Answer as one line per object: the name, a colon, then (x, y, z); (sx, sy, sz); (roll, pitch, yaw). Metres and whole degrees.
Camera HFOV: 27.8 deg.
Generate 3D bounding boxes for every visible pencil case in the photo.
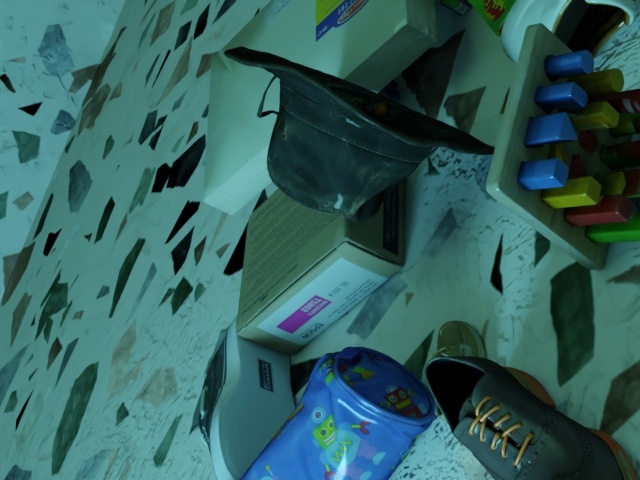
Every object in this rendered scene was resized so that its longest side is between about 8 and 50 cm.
pencil case: (-0.016, 0.243, 1.302); (0.306, 0.133, 0.119); (-55, -7, 19)

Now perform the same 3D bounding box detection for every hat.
hat: (0.022, -0.098, 1.367); (0.134, 0.331, 0.331); (-67, 23, 9)

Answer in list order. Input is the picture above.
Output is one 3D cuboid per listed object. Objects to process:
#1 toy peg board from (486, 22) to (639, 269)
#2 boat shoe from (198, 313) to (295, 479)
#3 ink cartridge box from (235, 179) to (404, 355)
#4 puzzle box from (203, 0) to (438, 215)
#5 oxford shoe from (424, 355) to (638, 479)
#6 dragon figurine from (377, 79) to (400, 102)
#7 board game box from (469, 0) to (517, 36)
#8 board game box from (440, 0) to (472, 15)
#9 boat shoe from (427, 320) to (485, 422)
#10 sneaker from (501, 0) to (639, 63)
toy peg board: (0.234, -0.081, 1.093); (0.079, 0.160, 0.161); (-5, 61, 45)
boat shoe: (-0.098, 0.209, 1.533); (0.102, 0.108, 0.301); (-51, 25, 27)
ink cartridge box: (0.000, 0.000, 1.559); (0.235, 0.088, 0.193); (-40, 35, 41)
puzzle box: (-0.010, -0.242, 1.659); (0.409, 0.052, 0.272); (-37, 39, 38)
oxford shoe: (0.161, 0.170, 1.048); (0.097, 0.098, 0.271); (-62, 24, 5)
dragon figurine: (0.011, -0.201, 1.734); (0.144, 0.085, 0.289); (-57, 29, 11)
board game box: (0.199, -0.308, 1.455); (0.092, 0.043, 0.181); (-59, 37, 26)
board game box: (0.204, -0.390, 1.594); (0.136, 0.035, 0.201); (-40, 34, 43)
boat shoe: (0.127, 0.123, 1.229); (0.050, 0.045, 0.135); (-50, 28, 30)
sneaker: (0.291, -0.281, 1.248); (0.290, 0.106, 0.123); (-65, 32, 17)
